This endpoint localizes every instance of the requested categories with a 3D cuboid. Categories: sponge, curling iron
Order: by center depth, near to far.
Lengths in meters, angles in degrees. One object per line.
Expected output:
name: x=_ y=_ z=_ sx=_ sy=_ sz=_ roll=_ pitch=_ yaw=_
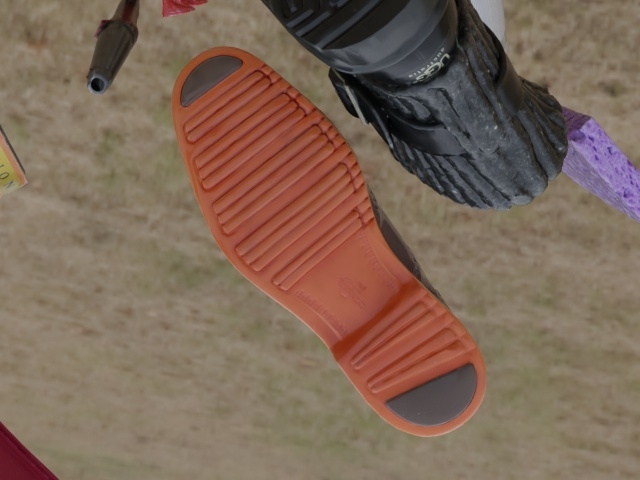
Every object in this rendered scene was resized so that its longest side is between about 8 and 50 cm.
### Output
curling iron: x=-0.175 y=-0.189 z=1.009 sx=0.035 sy=0.274 sz=0.068 roll=-1 pitch=123 yaw=1
sponge: x=0.242 y=-0.077 z=1.083 sx=0.117 sy=0.031 sz=0.210 roll=43 pitch=-175 yaw=-14

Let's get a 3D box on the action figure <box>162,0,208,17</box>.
action figure: x=-0.178 y=-0.452 z=1.569 sx=0.139 sy=0.280 sz=0.091 roll=-11 pitch=-161 yaw=14

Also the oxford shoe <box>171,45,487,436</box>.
oxford shoe: x=0.000 y=0.000 z=0.992 sx=0.130 sy=0.364 sz=0.133 roll=-33 pitch=-172 yaw=5

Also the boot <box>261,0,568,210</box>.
boot: x=0.029 y=-0.187 z=0.864 sx=0.131 sy=0.348 sz=0.260 roll=-36 pitch=146 yaw=14

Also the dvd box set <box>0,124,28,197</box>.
dvd box set: x=-0.379 y=-0.021 z=0.584 sx=0.420 sy=0.062 sz=0.308 roll=-29 pitch=158 yaw=-10

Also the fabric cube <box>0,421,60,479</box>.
fabric cube: x=-0.366 y=0.263 z=0.886 sx=0.254 sy=0.258 sz=0.259 roll=39 pitch=-155 yaw=20

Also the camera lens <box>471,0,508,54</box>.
camera lens: x=0.150 y=-0.319 z=1.679 sx=0.219 sy=0.219 sz=0.274 roll=4 pitch=136 yaw=20
